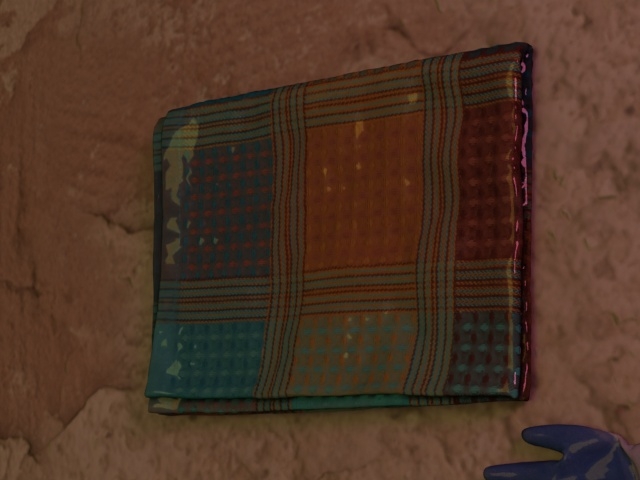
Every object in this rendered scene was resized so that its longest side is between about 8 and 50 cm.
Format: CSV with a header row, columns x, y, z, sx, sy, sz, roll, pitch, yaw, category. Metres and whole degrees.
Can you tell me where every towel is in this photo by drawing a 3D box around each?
x,y,z,sx,sy,sz,roll,pitch,yaw,category
0.000,0.000,1.042,0.370,0.040,0.271,-7,77,39,towel

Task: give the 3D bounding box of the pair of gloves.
x,y,z,sx,sy,sz,roll,pitch,yaw,category
0.181,0.213,0.856,0.159,0.023,0.198,-18,69,36,pair of gloves
